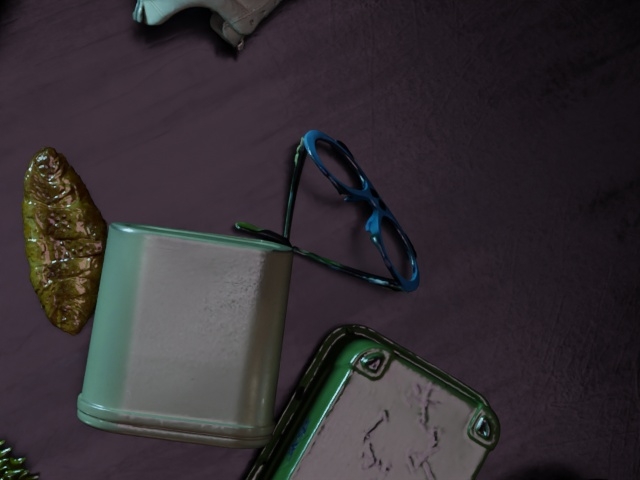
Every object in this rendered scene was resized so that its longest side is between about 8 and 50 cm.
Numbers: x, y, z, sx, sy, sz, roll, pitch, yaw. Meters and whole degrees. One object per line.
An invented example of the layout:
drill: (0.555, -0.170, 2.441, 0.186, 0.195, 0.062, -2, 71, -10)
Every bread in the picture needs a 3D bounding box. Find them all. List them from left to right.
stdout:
bread: (-0.311, -0.002, 1.869, 0.105, 0.076, 0.233, -8, 96, 4)

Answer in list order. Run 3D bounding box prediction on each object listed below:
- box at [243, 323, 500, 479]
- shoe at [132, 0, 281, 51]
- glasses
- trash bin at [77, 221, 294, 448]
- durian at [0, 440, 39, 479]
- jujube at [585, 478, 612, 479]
box: (0.062, 0.291, 1.857, 0.252, 0.178, 0.329, 30, 84, -7)
shoe: (-0.082, -0.343, 1.900, 0.342, 0.132, 0.211, 0, 110, -23)
glasses: (0.005, -0.001, 1.900, 0.207, 0.102, 0.239, -38, 93, -8)
trash bin: (-0.162, 0.113, 1.847, 0.243, 0.121, 0.247, 7, 95, -8)
durian: (-0.407, 0.311, 1.814, 0.375, 0.106, 0.132, 38, 92, -27)
jujube: (0.305, 0.479, 1.845, 0.276, 0.276, 0.377, 38, 79, -5)
